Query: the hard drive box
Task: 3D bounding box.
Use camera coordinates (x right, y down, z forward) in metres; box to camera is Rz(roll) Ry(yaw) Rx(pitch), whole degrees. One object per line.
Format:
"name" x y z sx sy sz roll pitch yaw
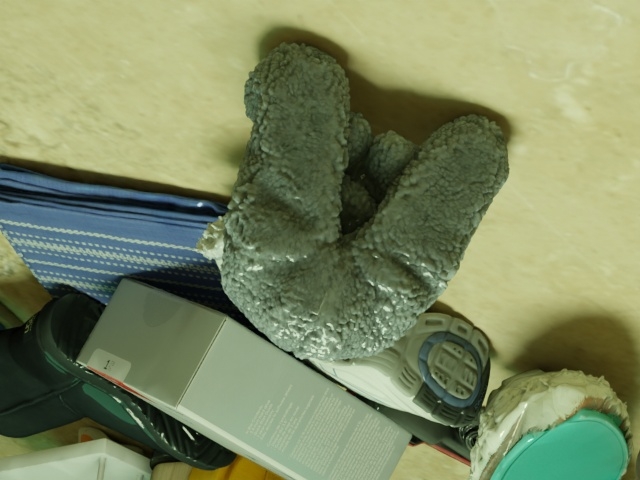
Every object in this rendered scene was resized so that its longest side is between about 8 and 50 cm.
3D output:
"hard drive box" -0.066 0.135 1.598 0.232 0.089 0.181 35 169 -33

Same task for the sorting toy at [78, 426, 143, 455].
"sorting toy" -0.242 0.248 2.117 0.075 0.044 0.083 2 155 -8

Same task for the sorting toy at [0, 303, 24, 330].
"sorting toy" -0.368 0.108 1.914 0.275 0.046 0.132 2 149 31

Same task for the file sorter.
"file sorter" -0.237 0.359 2.088 0.193 0.173 0.278 -13 150 32

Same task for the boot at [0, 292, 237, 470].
"boot" -0.221 0.150 1.769 0.246 0.094 0.207 37 145 -25

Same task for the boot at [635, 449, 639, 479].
"boot" 0.415 0.242 1.599 0.305 0.112 0.115 16 164 2

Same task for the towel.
"towel" -0.145 0.039 1.658 0.243 0.040 0.336 8 154 17

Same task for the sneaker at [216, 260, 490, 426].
"sneaker" 0.009 0.072 1.535 0.129 0.111 0.297 -3 145 48

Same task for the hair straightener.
"hair straightener" 0.129 0.188 1.735 0.230 0.047 0.089 36 149 -31

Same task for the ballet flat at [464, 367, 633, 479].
"ballet flat" 0.191 0.194 1.613 0.147 0.147 0.409 11 152 15

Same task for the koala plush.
"koala plush" 0.000 0.000 1.332 0.196 0.203 0.221 23 165 -7

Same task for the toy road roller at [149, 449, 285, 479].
"toy road roller" -0.045 0.339 1.972 0.241 0.202 0.329 -6 143 31
